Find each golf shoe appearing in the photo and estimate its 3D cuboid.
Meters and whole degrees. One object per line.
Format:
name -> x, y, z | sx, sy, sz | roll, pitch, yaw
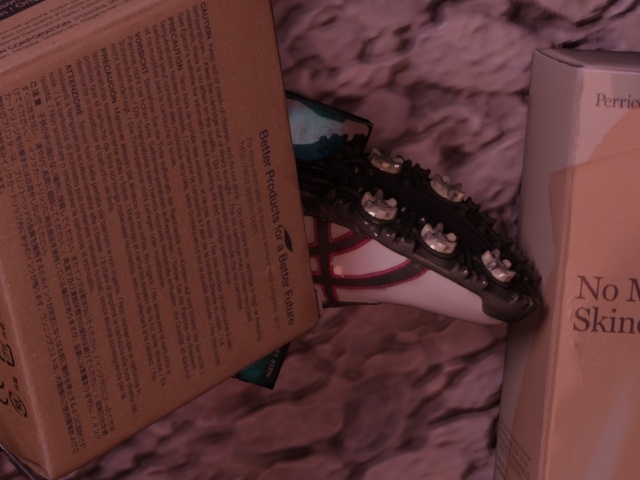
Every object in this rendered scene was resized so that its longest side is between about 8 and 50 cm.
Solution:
golf shoe -> 0.000, 0.000, 1.153 | 0.272, 0.105, 0.120 | 23, 117, -2

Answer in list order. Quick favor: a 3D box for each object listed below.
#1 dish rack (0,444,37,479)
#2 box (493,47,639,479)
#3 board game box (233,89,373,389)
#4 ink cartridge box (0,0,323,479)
dish rack -> -0.210, 0.241, 1.155 | 0.208, 0.074, 0.271 | -43, 85, -15
box -> 0.202, 0.038, 1.197 | 0.148, 0.121, 0.311 | 1, 102, -7
board game box -> -0.057, -0.010, 1.200 | 0.126, 0.026, 0.186 | 19, 99, -11
ink cartridge box -> -0.109, -0.023, 0.985 | 0.193, 0.088, 0.235 | -30, 127, -32
